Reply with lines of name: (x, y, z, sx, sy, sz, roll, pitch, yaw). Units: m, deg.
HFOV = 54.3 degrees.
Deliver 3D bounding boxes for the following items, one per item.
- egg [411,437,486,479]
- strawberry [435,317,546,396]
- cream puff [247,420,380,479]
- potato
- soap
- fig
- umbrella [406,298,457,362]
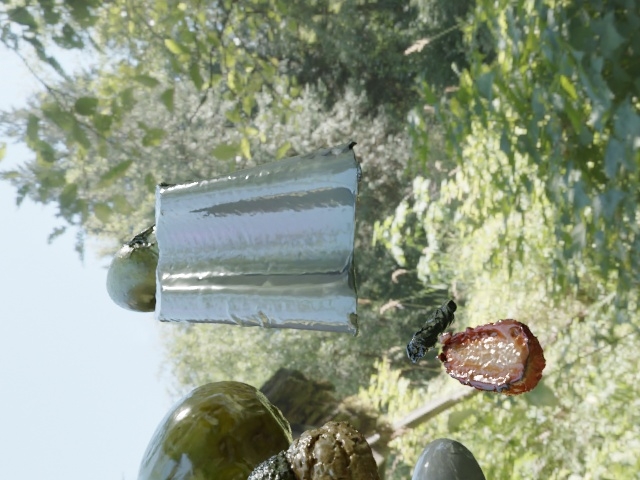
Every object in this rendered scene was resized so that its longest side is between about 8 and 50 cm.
egg: (0.294, 0.566, 1.417, 0.176, 0.176, 0.231, 71, -161, -54)
strawberry: (0.283, 0.187, 1.016, 0.082, 0.188, 0.121, 17, -102, -34)
cream puff: (-0.017, 0.335, 0.782, 0.183, 0.169, 0.183, 168, 90, -70)
potato: (-0.277, 0.043, 1.118, 0.169, 0.248, 0.143, 39, -151, -41)
soap: (0.000, 0.000, 0.639, 0.258, 0.302, 0.158, -3, -89, -48)
fig: (-0.207, 0.463, 1.255, 0.343, 0.344, 0.343, 6, -90, -73)
umbrella: (0.273, 0.204, 1.480, 0.236, 0.059, 0.066, -36, -9, -49)
